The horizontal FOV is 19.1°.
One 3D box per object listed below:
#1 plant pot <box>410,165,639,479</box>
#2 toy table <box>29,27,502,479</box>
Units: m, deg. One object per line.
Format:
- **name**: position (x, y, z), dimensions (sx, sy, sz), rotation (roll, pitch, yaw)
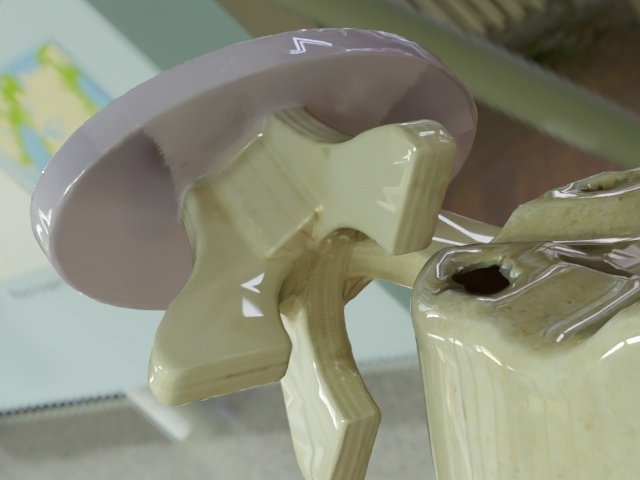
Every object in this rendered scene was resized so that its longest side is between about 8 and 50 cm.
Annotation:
- **plant pot**: position (0.172, 0.131, 0.688), dimensions (0.333, 0.305, 0.334), rotation (-14, 13, 3)
- **toy table**: position (0.000, 0.000, 1.030), dimensions (0.274, 0.252, 0.161), rotation (-21, 49, -20)
